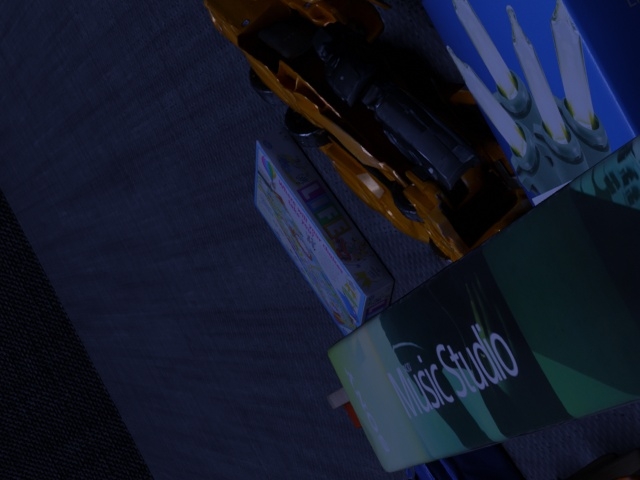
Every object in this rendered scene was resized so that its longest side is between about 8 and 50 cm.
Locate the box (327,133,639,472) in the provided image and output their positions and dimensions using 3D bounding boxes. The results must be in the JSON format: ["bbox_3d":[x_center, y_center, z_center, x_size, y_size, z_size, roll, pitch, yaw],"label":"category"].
[{"bbox_3d":[0.144,-0.016,0.478,0.058,0.232,0.322,64,164,7],"label":"box"}]

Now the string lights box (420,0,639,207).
[{"bbox_3d":[0.124,-0.073,0.721,0.259,0.077,0.133,61,165,1],"label":"string lights box"}]

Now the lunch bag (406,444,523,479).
[{"bbox_3d":[0.103,0.180,1.220,0.098,0.065,0.067,54,162,21],"label":"lunch bag"}]

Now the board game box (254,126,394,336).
[{"bbox_3d":[0.000,0.000,1.305,0.154,0.026,0.103,55,163,21],"label":"board game box"}]

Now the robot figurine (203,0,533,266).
[{"bbox_3d":[0.046,-0.063,0.908,0.211,0.085,0.291,49,176,-42],"label":"robot figurine"}]

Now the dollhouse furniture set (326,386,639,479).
[{"bbox_3d":[0.129,0.167,0.993,0.259,0.135,0.262,60,164,5],"label":"dollhouse furniture set"}]
